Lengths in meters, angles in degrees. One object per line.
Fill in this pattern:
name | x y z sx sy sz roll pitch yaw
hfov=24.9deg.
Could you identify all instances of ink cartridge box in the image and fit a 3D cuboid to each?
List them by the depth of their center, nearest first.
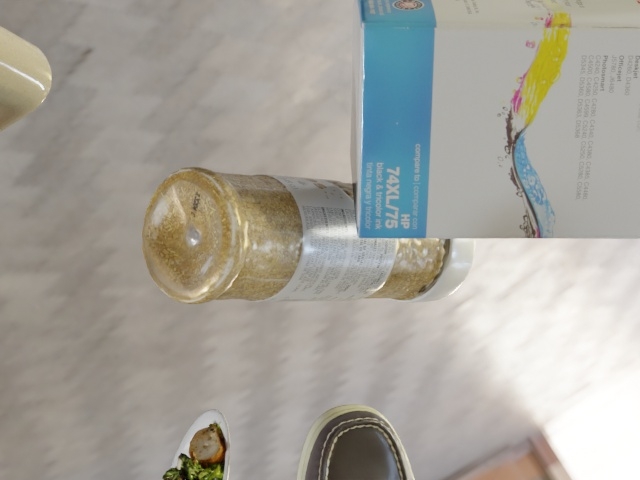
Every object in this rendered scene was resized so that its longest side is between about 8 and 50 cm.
ink cartridge box | 0.164 -0.128 1.283 0.270 0.198 0.197 0 115 -1

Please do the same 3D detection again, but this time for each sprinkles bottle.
sprinkles bottle | 0.000 0.000 1.366 0.355 0.121 0.121 2 141 -49

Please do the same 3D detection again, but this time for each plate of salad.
plate of salad | -0.158 0.292 1.705 0.048 0.200 0.200 18 135 -23

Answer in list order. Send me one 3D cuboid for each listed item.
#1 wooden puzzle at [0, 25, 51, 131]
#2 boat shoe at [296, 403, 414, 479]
wooden puzzle | -0.293 -0.055 0.796 0.239 0.044 0.221 -34 155 15
boat shoe | 0.044 0.263 1.050 0.103 0.285 0.092 -2 180 -19
